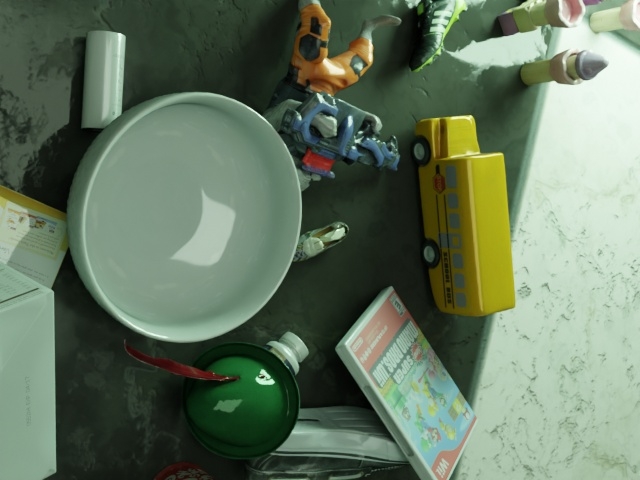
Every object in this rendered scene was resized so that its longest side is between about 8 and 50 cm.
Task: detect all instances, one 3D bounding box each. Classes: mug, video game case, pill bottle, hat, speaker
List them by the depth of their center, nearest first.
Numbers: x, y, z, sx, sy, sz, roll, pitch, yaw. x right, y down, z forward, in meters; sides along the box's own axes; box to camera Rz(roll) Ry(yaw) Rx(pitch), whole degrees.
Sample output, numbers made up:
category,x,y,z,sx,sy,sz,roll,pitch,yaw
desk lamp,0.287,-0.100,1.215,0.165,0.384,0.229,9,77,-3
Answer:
category,x,y,z,sx,sy,sz,roll,pitch,yaw
speaker,-0.299,-0.219,1.328,0.055,0.055,0.136,3,90,-33
hat,-0.150,0.230,1.332,0.183,0.208,0.173,9,87,-77
mug,-0.151,0.391,1.375,0.150,0.169,0.113,6,88,-32
pill bottle,-0.076,0.198,1.477,0.120,0.067,0.067,-43,113,-24
video game case,0.147,0.237,1.561,0.285,0.025,0.204,57,35,-8

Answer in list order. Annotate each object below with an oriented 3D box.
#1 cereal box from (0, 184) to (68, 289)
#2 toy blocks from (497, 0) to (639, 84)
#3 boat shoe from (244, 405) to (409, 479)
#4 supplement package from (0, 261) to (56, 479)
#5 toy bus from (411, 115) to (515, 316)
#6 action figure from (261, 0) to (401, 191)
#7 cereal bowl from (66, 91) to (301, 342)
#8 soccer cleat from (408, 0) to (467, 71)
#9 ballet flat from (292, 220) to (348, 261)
category,x,y,z,sx,sy,sz,roll,pitch,yaw
cereal box,-0.441,0.049,1.251,0.173,0.047,0.240,27,78,-31
toy blocks,0.478,-0.464,1.694,0.288,0.260,0.309,-37,111,-25
boat shoe,0.021,0.338,1.531,0.335,0.121,0.119,10,104,-30
supplement package,-0.431,0.177,1.104,0.204,0.145,0.262,-24,128,-48
toy bus,0.245,-0.046,1.636,0.108,0.130,0.333,-9,97,-32
action figure,0.009,-0.219,1.501,0.341,0.178,0.330,28,82,-60
cereal bowl,-0.199,-0.037,1.337,0.339,0.141,0.339,-7,103,-33
soccer cleat,0.185,-0.363,1.636,0.072,0.060,0.179,38,65,-17
ballet flat,0.000,0.000,1.535,0.114,0.041,0.041,-29,107,-28
